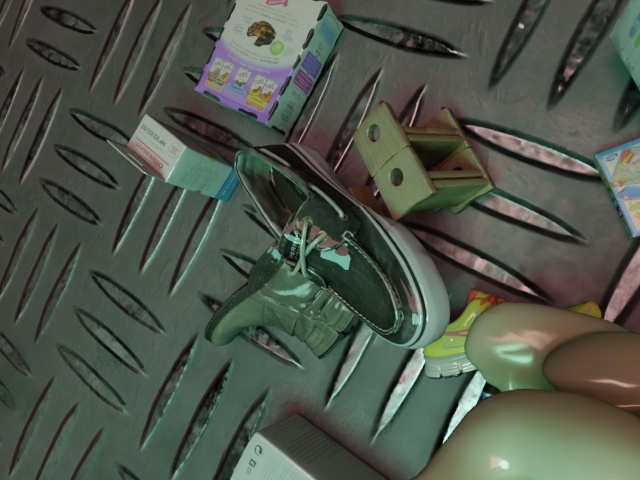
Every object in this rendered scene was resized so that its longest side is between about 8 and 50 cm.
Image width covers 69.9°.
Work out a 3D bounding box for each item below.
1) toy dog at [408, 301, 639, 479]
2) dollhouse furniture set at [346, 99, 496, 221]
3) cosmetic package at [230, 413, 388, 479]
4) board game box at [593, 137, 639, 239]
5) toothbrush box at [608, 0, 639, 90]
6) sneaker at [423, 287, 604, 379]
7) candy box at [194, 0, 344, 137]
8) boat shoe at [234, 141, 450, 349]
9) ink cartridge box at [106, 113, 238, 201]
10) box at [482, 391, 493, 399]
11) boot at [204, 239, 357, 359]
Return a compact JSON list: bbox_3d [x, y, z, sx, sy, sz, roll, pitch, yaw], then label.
[{"bbox_3d":[0.227,0.234,0.259,0.396,0.408,0.284,6,98,24],"label":"toy dog"},{"bbox_3d":[0.095,-0.071,0.604,0.184,0.129,0.128,-42,64,46],"label":"dollhouse furniture set"},{"bbox_3d":[0.017,0.325,0.571,0.231,0.117,0.085,29,96,26],"label":"cosmetic package"},{"bbox_3d":[0.400,-0.075,0.496,0.154,0.026,0.103,-21,75,21],"label":"board game box"},{"bbox_3d":[0.466,-0.197,0.409,0.284,0.122,0.206,-21,74,13],"label":"toothbrush box"},{"bbox_3d":[0.209,0.095,0.532,0.209,0.081,0.094,-20,73,22],"label":"sneaker"},{"bbox_3d":[-0.083,-0.288,0.723,0.165,0.070,0.196,31,97,25],"label":"candy box"},{"bbox_3d":[0.000,0.000,0.532,0.335,0.119,0.121,48,132,36],"label":"boat shoe"},{"bbox_3d":[-0.214,-0.127,0.699,0.104,0.181,0.061,38,99,24],"label":"ink cartridge box"},{"bbox_3d":[0.223,0.273,0.521,0.109,0.042,0.178,11,88,25],"label":"box"},{"bbox_3d":[-0.052,0.115,0.644,0.161,0.083,0.246,42,122,1],"label":"boot"}]
